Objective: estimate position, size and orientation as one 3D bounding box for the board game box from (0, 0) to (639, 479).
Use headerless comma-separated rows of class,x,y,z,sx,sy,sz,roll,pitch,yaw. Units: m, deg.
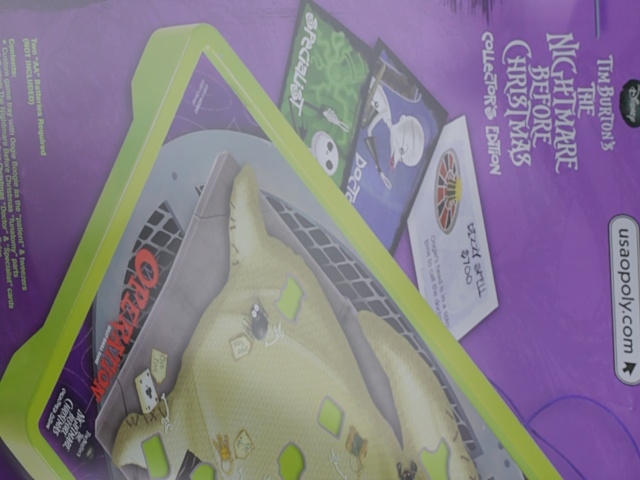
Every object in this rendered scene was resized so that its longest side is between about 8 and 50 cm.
board game box,0.000,0.000,0.390,0.208,0.056,0.346,6,103,44
